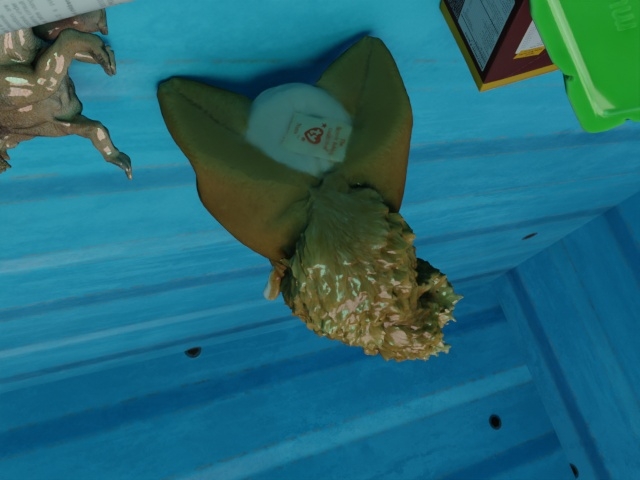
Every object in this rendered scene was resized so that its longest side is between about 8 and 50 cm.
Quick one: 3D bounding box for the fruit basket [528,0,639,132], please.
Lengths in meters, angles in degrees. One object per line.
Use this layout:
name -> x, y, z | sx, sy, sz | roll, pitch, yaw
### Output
fruit basket -> 0.269, -0.320, 0.516 | 0.283, 0.392, 0.392 | -7, 173, 37

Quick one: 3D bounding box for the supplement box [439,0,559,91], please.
supplement box -> 0.259, -0.289, 0.777 | 0.191, 0.129, 0.194 | -17, 162, -9

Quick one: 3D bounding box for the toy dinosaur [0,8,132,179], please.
toy dinosaur -> -0.291, -0.141, 0.653 | 0.200, 0.127, 0.296 | -9, 155, -13

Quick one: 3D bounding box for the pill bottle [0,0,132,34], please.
pill bottle -> -0.229, -0.210, 0.483 | 0.229, 0.131, 0.131 | -17, 162, -8

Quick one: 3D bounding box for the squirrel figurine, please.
squirrel figurine -> 0.000, 0.000, 0.921 | 0.281, 0.397, 0.370 | -21, 154, -12
